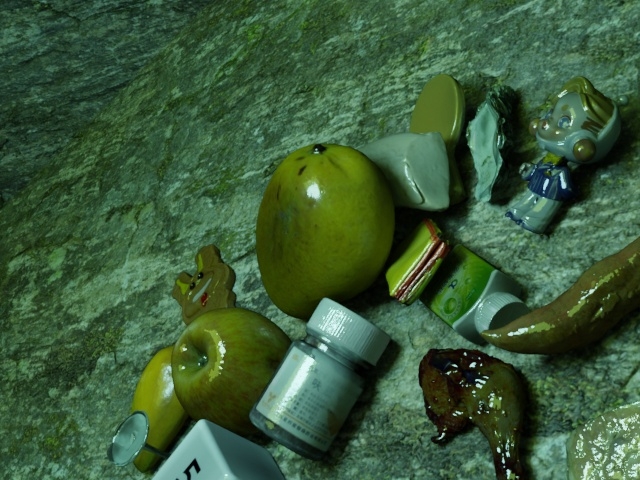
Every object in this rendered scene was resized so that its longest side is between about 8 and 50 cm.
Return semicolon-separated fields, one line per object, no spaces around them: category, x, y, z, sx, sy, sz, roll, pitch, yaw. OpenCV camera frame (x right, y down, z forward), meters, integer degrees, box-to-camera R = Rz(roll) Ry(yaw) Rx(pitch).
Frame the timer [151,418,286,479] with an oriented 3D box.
timer;-0.189;0.488;1.730;0.195;0.192;0.194;-51;34;6

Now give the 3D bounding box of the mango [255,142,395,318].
mango;0.000;0.000;1.837;0.301;0.220;0.445;48;144;25

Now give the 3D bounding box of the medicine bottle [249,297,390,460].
medicine bottle;0.000;0.259;1.726;0.273;0.165;0.165;-58;34;-5

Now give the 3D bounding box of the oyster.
oyster;0.328;-0.188;1.775;0.252;0.087;0.199;-77;-3;-71

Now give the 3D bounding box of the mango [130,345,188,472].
mango;-0.363;0.375;2.116;0.176;0.119;0.317;11;79;51

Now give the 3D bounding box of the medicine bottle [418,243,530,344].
medicine bottle;0.273;0.105;1.594;0.132;0.088;0.188;-53;34;3

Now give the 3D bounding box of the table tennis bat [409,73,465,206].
table tennis bat;0.244;-0.203;1.895;0.198;0.050;0.321;-54;34;44

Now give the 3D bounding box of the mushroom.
mushroom;0.125;-0.143;1.905;0.407;0.137;0.154;7;102;57

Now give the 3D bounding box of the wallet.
wallet;0.184;0.036;1.699;0.141;0.067;0.241;-53;4;10

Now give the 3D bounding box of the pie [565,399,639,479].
pie;0.434;0.308;1.262;0.218;0.052;0.185;-31;39;28

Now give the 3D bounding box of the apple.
apple;-0.182;0.263;1.873;0.264;0.264;0.264;-31;41;31

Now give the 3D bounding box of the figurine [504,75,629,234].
figurine;0.426;-0.140;1.598;0.194;0.133;0.274;-4;67;69

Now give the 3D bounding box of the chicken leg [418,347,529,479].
chicken leg;0.251;0.271;1.501;0.322;0.083;0.177;25;90;57

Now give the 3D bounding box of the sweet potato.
sweet potato;0.424;0.095;1.422;0.354;0.095;0.106;-34;83;11

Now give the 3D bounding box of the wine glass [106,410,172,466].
wine glass;-0.305;0.444;1.874;0.156;0.232;0.156;-30;41;30

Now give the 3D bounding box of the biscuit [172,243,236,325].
biscuit;-0.287;0.124;2.294;0.186;0.044;0.295;-54;34;5
